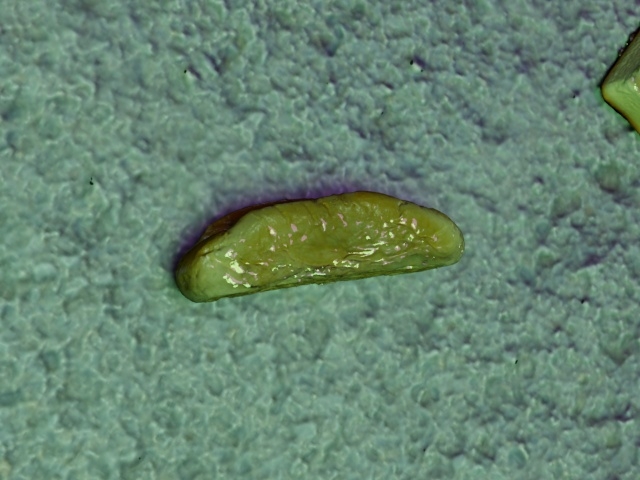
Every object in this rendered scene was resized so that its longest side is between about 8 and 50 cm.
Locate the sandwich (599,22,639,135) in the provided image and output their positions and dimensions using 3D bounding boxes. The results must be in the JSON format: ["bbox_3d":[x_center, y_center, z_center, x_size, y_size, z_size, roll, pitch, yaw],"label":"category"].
[{"bbox_3d":[0.358,-0.150,1.676,0.162,0.058,0.193,45,66,-19],"label":"sandwich"}]

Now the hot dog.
[{"bbox_3d":[0.000,0.000,1.459,0.242,0.084,0.073,-8,90,-27],"label":"hot dog"}]
